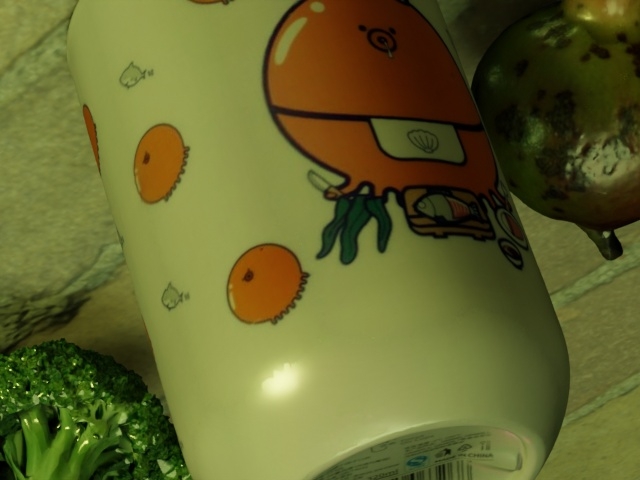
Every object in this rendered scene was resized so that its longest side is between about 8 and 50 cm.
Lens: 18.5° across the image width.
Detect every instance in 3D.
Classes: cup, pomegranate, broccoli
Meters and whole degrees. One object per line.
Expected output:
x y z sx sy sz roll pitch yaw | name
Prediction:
0.000 0.000 1.050 0.212 0.317 0.212 -13 149 -8 | cup
0.172 -0.099 1.151 0.156 0.156 0.220 -6 142 -19 | pomegranate
-0.208 0.189 1.336 0.261 0.241 0.269 14 109 -14 | broccoli
